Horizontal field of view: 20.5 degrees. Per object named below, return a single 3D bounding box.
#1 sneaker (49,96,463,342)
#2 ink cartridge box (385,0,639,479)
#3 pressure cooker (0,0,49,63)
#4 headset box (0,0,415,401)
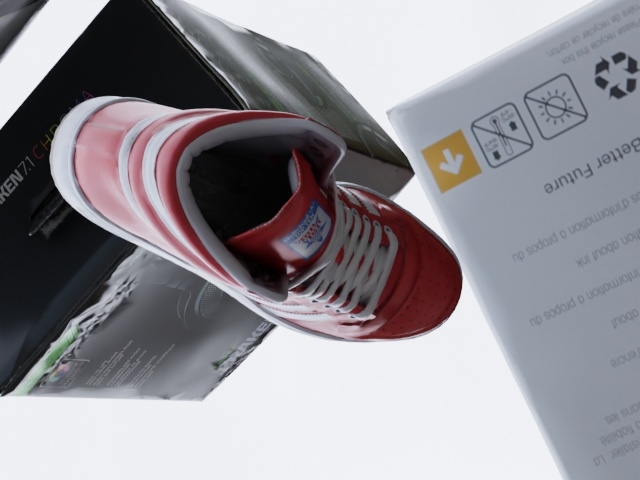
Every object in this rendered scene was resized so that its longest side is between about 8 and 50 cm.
[{"bbox_3d":[0.000,0.000,0.416,0.118,0.067,0.042,22,-96,-32],"label":"sneaker"},{"bbox_3d":[0.220,0.023,0.597,0.303,0.072,0.307,-27,-94,19],"label":"ink cartridge box"},{"bbox_3d":[-0.366,-0.162,0.984,0.375,0.370,0.420,15,-43,-35],"label":"pressure cooker"},{"bbox_3d":[-0.106,-0.022,1.182,0.246,0.131,0.283,-47,-22,13],"label":"headset box"}]
